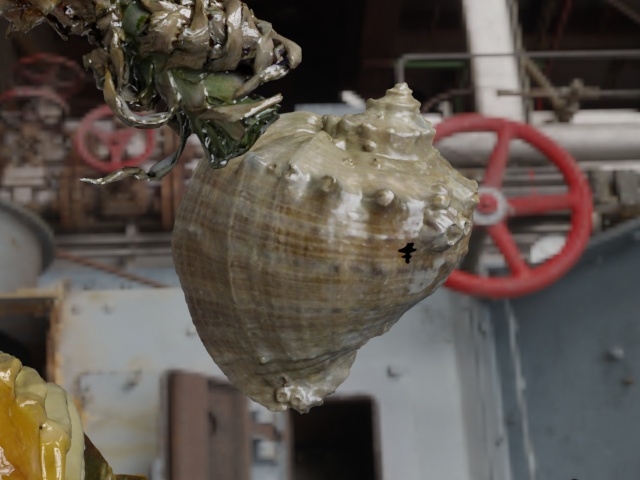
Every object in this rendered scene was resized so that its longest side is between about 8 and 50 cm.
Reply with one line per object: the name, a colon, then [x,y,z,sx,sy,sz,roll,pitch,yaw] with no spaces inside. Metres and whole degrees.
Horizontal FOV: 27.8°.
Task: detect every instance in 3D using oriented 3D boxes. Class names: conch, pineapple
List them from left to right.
pineapple: [-0.141,-0.185,1.064,0.272,0.262,0.262,50,-4,-1]
conch: [0.004,-0.005,1.310,0.210,0.297,0.352,131,-23,-74]

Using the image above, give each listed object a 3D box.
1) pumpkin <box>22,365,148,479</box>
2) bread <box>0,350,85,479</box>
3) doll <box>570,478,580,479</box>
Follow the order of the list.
pumpkin: [-0.259,0.292,1.153,0.258,0.095,0.290,-57,140,-25]
bread: [-0.310,0.087,0.656,0.183,0.388,0.236,-85,-167,-74]
doll: [0.181,0.264,0.894,0.127,0.088,0.249,-77,172,-61]
